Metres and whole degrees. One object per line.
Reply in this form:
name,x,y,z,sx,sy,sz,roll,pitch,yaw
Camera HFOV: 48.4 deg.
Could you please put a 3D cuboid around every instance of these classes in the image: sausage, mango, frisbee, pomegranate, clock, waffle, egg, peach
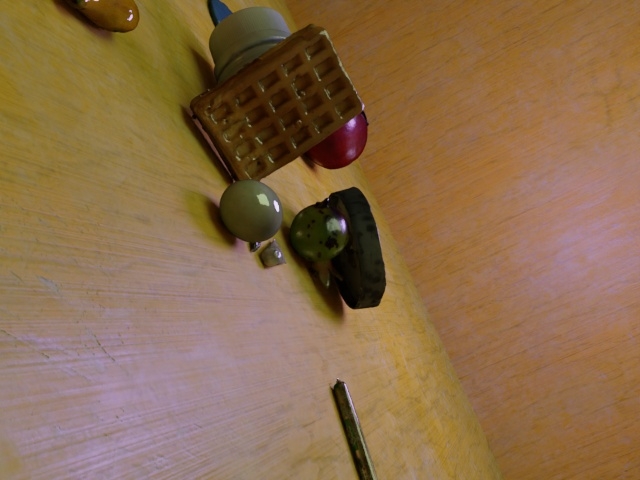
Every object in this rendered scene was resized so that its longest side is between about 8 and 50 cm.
sausage,0.074,0.403,1.452,0.033,0.032,0.269,45,22,-57
mango,-0.364,-0.396,1.175,0.098,0.075,0.190,60,18,9
frisbee,-0.247,-0.620,2.187,0.290,0.049,0.289,59,13,-23
pomegranate,0.011,0.007,1.750,0.156,0.156,0.220,-87,152,-67
clock,0.086,0.022,1.878,0.325,0.067,0.325,170,-90,-77
waffle,-0.088,-0.281,1.498,0.224,0.327,0.098,60,-15,-26
egg,-0.129,-0.054,1.348,0.152,0.114,0.114,53,15,-62
peach,0.017,-0.357,2.427,0.257,0.201,0.362,28,-20,24

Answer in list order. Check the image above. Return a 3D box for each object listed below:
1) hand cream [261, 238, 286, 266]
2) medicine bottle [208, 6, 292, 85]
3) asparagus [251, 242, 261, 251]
hand cream,-0.094,0.030,1.521,0.061,0.039,0.143,61,7,-3
medicine bottle,-0.128,-0.376,1.711,0.306,0.245,0.245,68,13,20
asparagus,-0.130,-0.030,1.525,0.022,0.023,0.233,16,23,-6
